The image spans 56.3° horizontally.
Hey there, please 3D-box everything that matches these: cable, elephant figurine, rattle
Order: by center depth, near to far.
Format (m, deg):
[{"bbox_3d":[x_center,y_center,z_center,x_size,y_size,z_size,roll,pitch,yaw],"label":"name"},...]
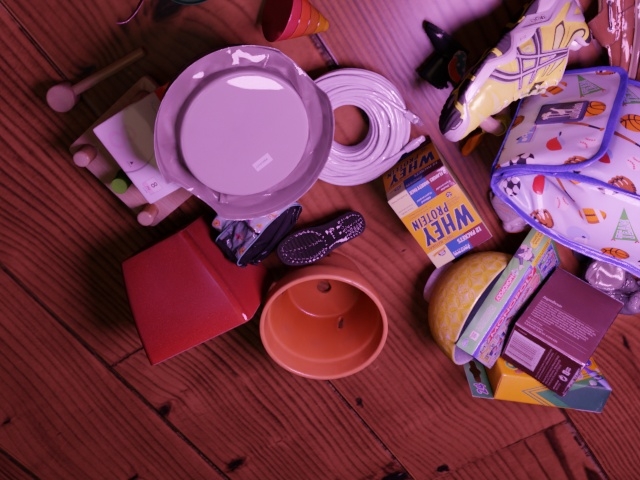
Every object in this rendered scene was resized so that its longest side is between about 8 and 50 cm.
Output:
[{"bbox_3d":[0.301,-0.290,1.274,0.200,0.143,0.130,30,69,-22],"label":"rattle"},{"bbox_3d":[0.063,-0.247,1.296,0.257,0.089,0.257,-39,109,20],"label":"cable"},{"bbox_3d":[0.679,0.047,1.411,0.186,0.169,0.239,-33,113,-20],"label":"elephant figurine"}]

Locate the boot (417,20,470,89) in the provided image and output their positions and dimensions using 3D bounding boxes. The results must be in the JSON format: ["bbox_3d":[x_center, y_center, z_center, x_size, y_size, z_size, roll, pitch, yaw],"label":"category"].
[{"bbox_3d":[0.241,-0.381,1.246,0.121,0.045,0.099,31,111,-21],"label":"boot"}]

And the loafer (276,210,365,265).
[{"bbox_3d":[0.000,0.000,1.398,0.220,0.078,0.080,-21,91,-13],"label":"loafer"}]

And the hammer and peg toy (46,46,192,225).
[{"bbox_3d":[-0.405,-0.227,1.290,0.266,0.127,0.361,-36,111,18],"label":"hammer and peg toy"}]

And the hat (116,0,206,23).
[{"bbox_3d":[-0.267,-0.511,1.109,0.173,0.183,0.208,7,117,-3],"label":"hat"}]

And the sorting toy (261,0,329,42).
[{"bbox_3d":[-0.082,-0.346,1.258,0.126,0.127,0.365,3,125,-34],"label":"sorting toy"}]

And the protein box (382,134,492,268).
[{"bbox_3d":[0.247,-0.088,1.310,0.136,0.201,0.200,-33,112,16],"label":"protein box"}]

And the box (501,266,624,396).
[{"bbox_3d":[0.556,0.211,1.389,0.167,0.203,0.168,33,151,26],"label":"box"}]

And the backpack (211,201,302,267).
[{"bbox_3d":[-0.139,-0.048,1.359,0.188,0.166,0.144,-41,79,14],"label":"backpack"}]

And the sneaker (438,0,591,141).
[{"bbox_3d":[0.378,-0.323,1.135,0.147,0.145,0.384,43,82,-5],"label":"sneaker"}]

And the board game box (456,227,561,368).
[{"bbox_3d":[0.439,0.138,1.376,0.317,0.046,0.213,-56,148,-2],"label":"board game box"}]

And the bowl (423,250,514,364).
[{"bbox_3d":[0.343,0.134,1.432,0.156,0.289,0.289,33,123,33],"label":"bowl"}]

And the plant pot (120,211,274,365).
[{"bbox_3d":[-0.300,0.088,1.393,0.267,0.267,0.235,-26,102,14],"label":"plant pot"}]

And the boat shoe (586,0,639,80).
[{"bbox_3d":[0.587,-0.437,1.188,0.105,0.111,0.307,6,119,26],"label":"boat shoe"}]

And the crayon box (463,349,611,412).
[{"bbox_3d":[0.531,0.319,1.514,0.323,0.203,0.083,7,117,-3],"label":"crayon box"}]

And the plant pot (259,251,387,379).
[{"bbox_3d":[0.009,0.158,1.441,0.291,0.203,0.290,1,118,1],"label":"plant pot"}]

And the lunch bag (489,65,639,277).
[{"bbox_3d":[0.549,-0.154,1.156,0.386,0.327,0.239,24,146,11],"label":"lunch bag"}]

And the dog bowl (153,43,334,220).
[{"bbox_3d":[-0.151,-0.213,1.155,0.349,0.102,0.348,-11,125,-17],"label":"dog bowl"}]

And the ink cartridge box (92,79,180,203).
[{"bbox_3d":[-0.303,-0.207,1.203,0.232,0.066,0.189,-26,114,16],"label":"ink cartridge box"}]

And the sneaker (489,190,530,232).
[{"bbox_3d":[0.505,-0.130,1.347,0.262,0.099,0.121,-36,104,15],"label":"sneaker"}]
